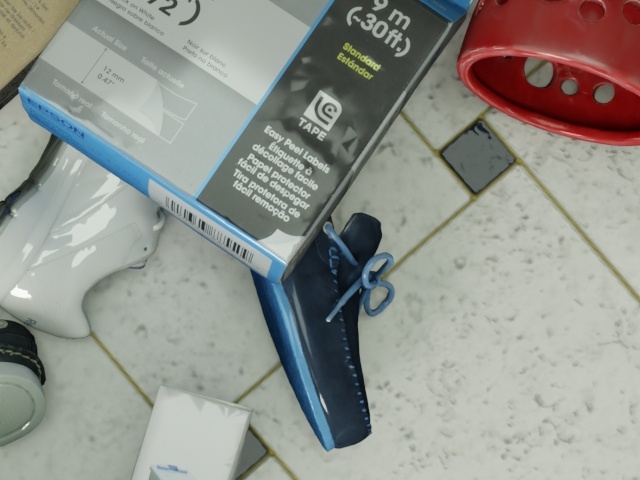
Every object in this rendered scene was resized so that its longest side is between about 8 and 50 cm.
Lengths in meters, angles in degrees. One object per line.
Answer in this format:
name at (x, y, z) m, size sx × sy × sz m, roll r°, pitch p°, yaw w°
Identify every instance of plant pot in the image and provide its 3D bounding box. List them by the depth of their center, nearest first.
plant pot at (0.225, -0.193, 1.588) m, size 0.191 × 0.191 × 0.174 m, roll 17°, pitch 78°, yaw -2°

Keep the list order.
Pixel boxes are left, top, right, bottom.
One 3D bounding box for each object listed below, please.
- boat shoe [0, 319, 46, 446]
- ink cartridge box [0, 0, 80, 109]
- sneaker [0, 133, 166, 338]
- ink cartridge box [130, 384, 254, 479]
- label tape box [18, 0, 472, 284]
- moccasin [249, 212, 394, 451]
boat shoe at (-0.376, 0.140, 1.564) m, size 0.303 × 0.091 × 0.114 m, roll -10°, pitch 129°, yaw -6°
ink cartridge box at (-0.302, -0.242, 1.587) m, size 0.193 × 0.088 × 0.234 m, roll -41°, pitch 89°, yaw 6°
sneaker at (-0.178, -0.051, 1.602) m, size 0.129 × 0.111 × 0.297 m, roll 36°, pitch 86°, yaw -16°
ink cartridge box at (-0.118, 0.219, 1.547) m, size 0.082 × 0.139 × 0.190 m, roll 15°, pitch 83°, yaw -1°
label tape box at (-0.036, -0.178, 1.500) m, size 0.249 × 0.115 × 0.347 m, roll 34°, pitch 82°, yaw 3°
moccasin at (0.000, 0.000, 1.580) m, size 0.117 × 0.138 × 0.342 m, roll -14°, pitch 86°, yaw -10°
